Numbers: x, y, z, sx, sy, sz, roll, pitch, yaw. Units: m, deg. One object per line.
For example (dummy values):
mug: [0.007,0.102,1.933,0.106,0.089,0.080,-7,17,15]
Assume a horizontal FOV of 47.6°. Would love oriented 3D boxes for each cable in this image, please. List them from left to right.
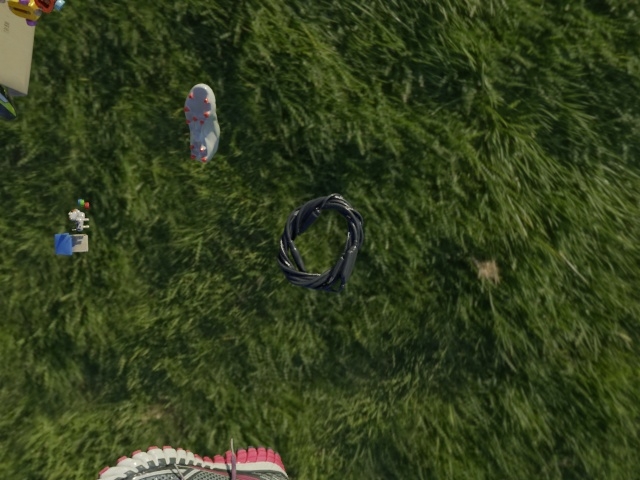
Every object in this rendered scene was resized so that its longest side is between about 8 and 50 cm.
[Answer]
cable: [0.000,0.000,1.355,0.150,0.047,0.185,15,89,14]

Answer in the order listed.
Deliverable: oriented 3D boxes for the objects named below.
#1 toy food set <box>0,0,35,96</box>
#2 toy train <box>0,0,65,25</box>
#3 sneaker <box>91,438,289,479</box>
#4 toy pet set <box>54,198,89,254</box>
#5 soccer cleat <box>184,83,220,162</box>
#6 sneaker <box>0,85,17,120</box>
toy food set: [-0.651,-0.417,1.406,0.092,0.306,0.220,7,91,4]
toy train: [-0.516,-0.441,1.248,0.166,0.046,0.125,33,146,-13]
sneaker: [-0.157,0.329,0.904,0.112,0.299,0.121,55,130,44]
toy pet set: [-0.538,-0.029,1.559,0.065,0.122,0.114,-2,96,-25]
soccer cleat: [-0.249,-0.256,1.552,0.068,0.076,0.196,19,134,11]
sneaker: [-0.799,-0.332,1.553,0.300,0.111,0.121,30,99,-34]
